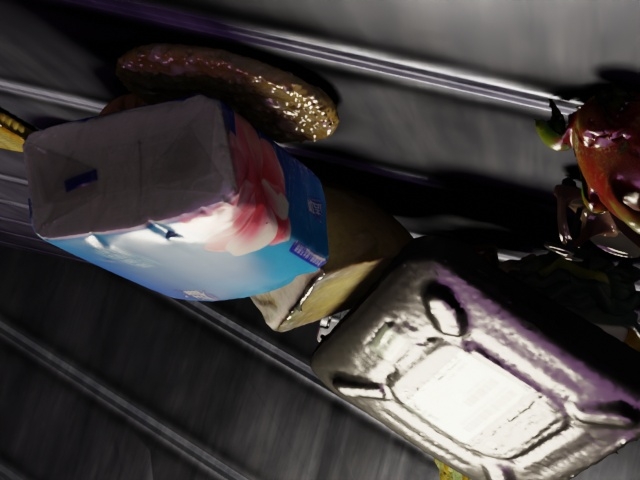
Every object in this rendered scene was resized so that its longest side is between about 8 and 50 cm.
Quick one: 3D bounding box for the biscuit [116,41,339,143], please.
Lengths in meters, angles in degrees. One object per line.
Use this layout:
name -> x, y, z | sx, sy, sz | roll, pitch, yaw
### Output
biscuit -> -0.085, -0.132, 1.020 | 0.220, 0.033, 0.220 | 12, 170, 2

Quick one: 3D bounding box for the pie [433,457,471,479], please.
pie -> 0.267, 0.267, 1.824 | 0.180, 0.418, 0.395 | 8, 174, -3

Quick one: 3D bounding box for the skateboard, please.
skateboard -> 0.270, -0.012, 1.098 | 0.067, 0.080, 0.151 | 14, 172, 44

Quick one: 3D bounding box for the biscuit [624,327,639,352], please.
biscuit -> 0.463, 0.217, 1.737 | 0.220, 0.220, 0.066 | 4, 138, 48

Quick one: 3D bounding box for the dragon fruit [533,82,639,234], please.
dragon fruit -> 0.252, -0.052, 0.816 | 0.138, 0.175, 0.142 | 8, 147, -41

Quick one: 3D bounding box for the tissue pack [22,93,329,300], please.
tissue pack -> -0.128, -0.028, 1.069 | 0.209, 0.137, 0.270 | -8, 165, 16

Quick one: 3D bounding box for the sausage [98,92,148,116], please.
sausage -> -0.185, -0.094, 1.242 | 0.086, 0.086, 0.289 | 13, 172, 5

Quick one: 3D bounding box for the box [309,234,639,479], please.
box -> 0.189, 0.165, 1.336 | 0.350, 0.091, 0.359 | 31, 142, -5

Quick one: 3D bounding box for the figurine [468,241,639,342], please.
figurine -> 0.253, 0.091, 1.471 | 0.261, 0.186, 0.382 | -11, -176, -38

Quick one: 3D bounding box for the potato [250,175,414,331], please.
potato -> 0.022, -0.025, 1.380 | 0.264, 0.211, 0.189 | -11, 154, -36

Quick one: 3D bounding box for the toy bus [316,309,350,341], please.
toy bus -> 0.049, 0.074, 1.716 | 0.087, 0.178, 0.098 | 14, -176, -1

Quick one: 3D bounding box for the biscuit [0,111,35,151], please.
biscuit -> -0.500, -0.162, 1.493 | 0.254, 0.029, 0.172 | 12, 171, 14
